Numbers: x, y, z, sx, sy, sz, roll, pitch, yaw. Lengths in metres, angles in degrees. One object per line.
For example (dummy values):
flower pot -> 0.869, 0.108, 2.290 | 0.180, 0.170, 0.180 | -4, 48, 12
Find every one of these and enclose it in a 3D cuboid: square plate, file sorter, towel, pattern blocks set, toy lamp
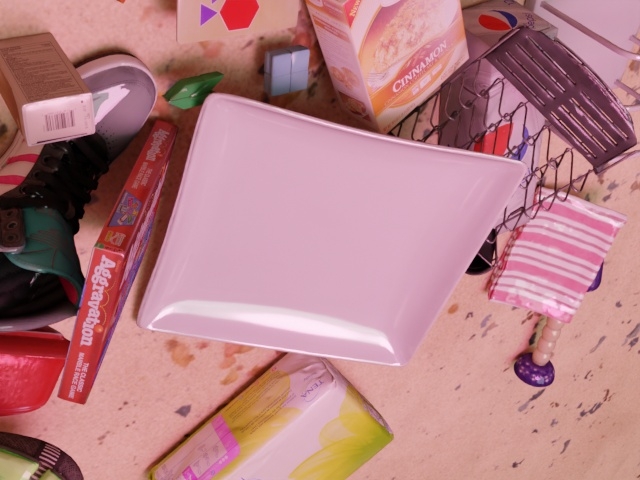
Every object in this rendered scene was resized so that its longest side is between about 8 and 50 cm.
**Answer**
square plate -> 0.000, 0.000, 1.020 | 0.347, 0.049, 0.344 | 10, 131, -17
file sorter -> 0.366, -0.258, 1.066 | 0.193, 0.173, 0.278 | -14, 132, -27
towel -> 0.345, 0.025, 1.348 | 0.144, 0.029, 0.197 | 16, 118, -9
pattern blocks set -> -0.072, -0.275, 0.830 | 0.285, 0.026, 0.325 | -9, 125, -38
toy lamp -> 0.385, 0.114, 1.468 | 0.080, 0.080, 0.275 | -12, 133, -28

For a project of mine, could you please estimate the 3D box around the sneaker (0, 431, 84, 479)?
sneaker -> -0.335, 0.265, 0.929 | 0.202, 0.185, 0.483 | -47, -175, -37

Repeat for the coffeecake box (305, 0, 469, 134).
coffeecake box -> 0.071, -0.222, 0.933 | 0.142, 0.068, 0.185 | -43, 144, -15

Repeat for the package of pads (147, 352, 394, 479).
package of pads -> -0.066, 0.300, 1.286 | 0.296, 0.101, 0.229 | -40, 139, -1

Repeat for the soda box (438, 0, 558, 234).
soda box -> 0.205, -0.138, 1.109 | 0.091, 0.098, 0.286 | -21, 135, -20

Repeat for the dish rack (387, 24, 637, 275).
dish rack -> 0.194, -0.097, 1.008 | 0.208, 0.074, 0.271 | 41, 135, -14

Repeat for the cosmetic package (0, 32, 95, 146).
cosmetic package -> -0.239, -0.131, 0.783 | 0.060, 0.115, 0.041 | -15, 133, -24

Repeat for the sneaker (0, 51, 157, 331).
sneaker -> -0.239, -0.028, 0.821 | 0.295, 0.178, 0.124 | -45, 139, 2

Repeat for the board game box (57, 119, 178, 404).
board game box -> -0.175, 0.005, 0.825 | 0.027, 0.281, 0.145 | 15, 116, -7

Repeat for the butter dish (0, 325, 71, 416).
butter dish -> -0.330, 0.132, 0.894 | 0.160, 0.160, 0.118 | 10, 94, -41
